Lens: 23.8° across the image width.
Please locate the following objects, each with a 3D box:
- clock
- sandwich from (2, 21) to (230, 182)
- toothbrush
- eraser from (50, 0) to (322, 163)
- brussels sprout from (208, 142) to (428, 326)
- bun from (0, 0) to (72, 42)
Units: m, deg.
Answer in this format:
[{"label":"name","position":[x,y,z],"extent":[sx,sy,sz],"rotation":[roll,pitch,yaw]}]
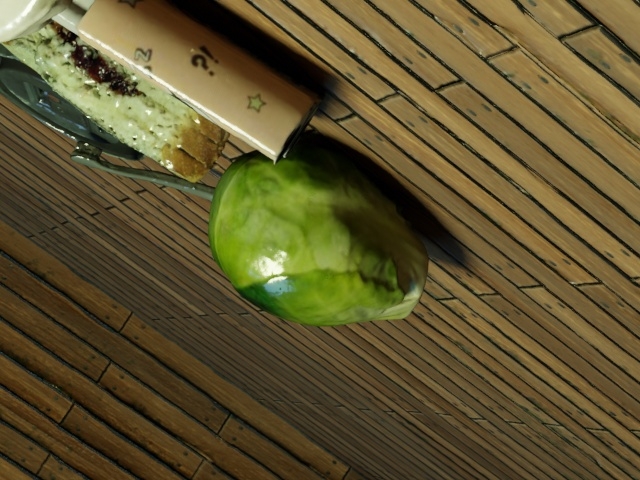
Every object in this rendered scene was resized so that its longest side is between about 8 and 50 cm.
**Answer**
[{"label":"clock","position":[-0.349,-0.204,2.093],"extent":[0.281,0.055,0.280],"rotation":[26,167,7]},{"label":"sandwich","position":[-0.252,-0.189,1.788],"extent":[0.254,0.099,0.288],"rotation":[41,179,-28]},{"label":"toothbrush","position":[-0.203,-0.083,2.127],"extent":[0.297,0.030,0.030],"rotation":[17,168,-8]},{"label":"eraser","position":[-0.144,-0.196,1.646],"extent":[0.290,0.087,0.171],"rotation":[33,-170,1]},{"label":"brussels sprout","position":[0.000,0.000,1.819],"extent":[0.271,0.210,0.219],"rotation":[21,173,-15]},{"label":"bun","position":[-0.297,-0.323,1.451],"extent":[0.263,0.263,0.175],"rotation":[27,-153,21]}]
